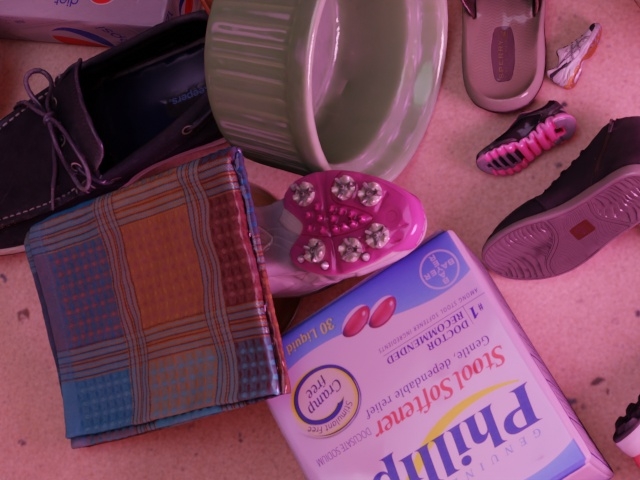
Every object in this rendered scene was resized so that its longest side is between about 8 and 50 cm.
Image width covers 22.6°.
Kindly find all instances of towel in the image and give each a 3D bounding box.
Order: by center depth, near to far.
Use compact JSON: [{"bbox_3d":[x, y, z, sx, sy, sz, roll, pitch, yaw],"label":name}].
[{"bbox_3d":[-0.188,0.071,1.743,0.370,0.040,0.271,-18,82,45],"label":"towel"}]

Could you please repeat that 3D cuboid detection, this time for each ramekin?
[{"bbox_3d":[0.005,-0.209,1.747,0.148,0.303,0.303,12,79,30],"label":"ramekin"}]

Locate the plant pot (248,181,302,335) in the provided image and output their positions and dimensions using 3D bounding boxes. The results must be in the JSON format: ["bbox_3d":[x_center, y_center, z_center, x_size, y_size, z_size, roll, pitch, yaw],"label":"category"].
[{"bbox_3d":[-0.122,0.043,1.856,0.236,0.032,0.236,-5,73,19],"label":"plant pot"}]

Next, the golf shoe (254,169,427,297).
[{"bbox_3d":[0.000,0.000,1.699,0.306,0.140,0.115,-10,73,38],"label":"golf shoe"}]

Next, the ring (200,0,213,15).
[{"bbox_3d":[-0.057,-0.376,1.798,0.032,0.336,0.337,8,77,36],"label":"ring"}]

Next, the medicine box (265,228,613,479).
[{"bbox_3d":[0.112,0.186,1.667,0.263,0.149,0.289,-33,65,8],"label":"medicine box"}]

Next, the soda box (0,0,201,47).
[{"bbox_3d":[-0.294,-0.300,1.987,0.286,0.091,0.098,7,76,21],"label":"soda box"}]

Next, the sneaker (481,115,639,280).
[{"bbox_3d":[0.275,-0.042,1.727,0.222,0.083,0.118,-29,28,29],"label":"sneaker"}]

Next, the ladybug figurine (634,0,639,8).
[{"bbox_3d":[0.513,-0.289,1.658,0.449,0.162,0.305,22,83,23],"label":"ladybug figurine"}]

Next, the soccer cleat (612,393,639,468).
[{"bbox_3d":[0.440,0.124,1.607,0.318,0.108,0.116,-45,87,-1],"label":"soccer cleat"}]

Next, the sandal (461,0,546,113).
[{"bbox_3d":[0.201,-0.295,1.812,0.120,0.086,0.303,-11,71,16],"label":"sandal"}]

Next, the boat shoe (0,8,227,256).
[{"bbox_3d":[-0.273,-0.133,1.897,0.500,0.156,0.187,-24,69,13],"label":"boat shoe"}]

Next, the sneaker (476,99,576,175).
[{"bbox_3d":[0.225,-0.117,1.781,0.119,0.047,0.057,-27,45,9],"label":"sneaker"}]

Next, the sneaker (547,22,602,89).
[{"bbox_3d":[0.283,-0.211,1.788,0.037,0.032,0.083,30,85,24],"label":"sneaker"}]
